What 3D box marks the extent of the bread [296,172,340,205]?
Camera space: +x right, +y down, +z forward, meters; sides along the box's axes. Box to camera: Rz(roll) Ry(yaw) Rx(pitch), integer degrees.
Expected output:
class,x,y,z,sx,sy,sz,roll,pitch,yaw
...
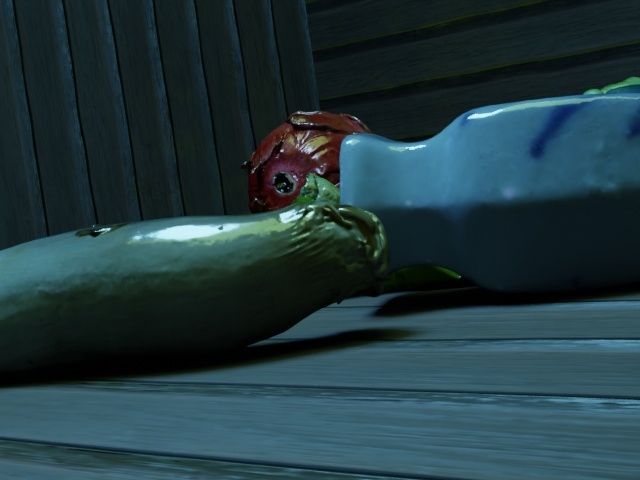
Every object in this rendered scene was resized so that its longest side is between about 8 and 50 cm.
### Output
class,x,y,z,sx,sy,sz,roll,pitch,yaw
bread,-0.001,0.006,1.674,0.110,0.156,0.103,24,8,-7

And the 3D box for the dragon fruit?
class,x,y,z,sx,sy,sz,roll,pitch,yaw
dragon fruit,0.008,-0.082,1.983,0.241,0.241,0.252,-6,20,24

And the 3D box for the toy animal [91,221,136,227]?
class,x,y,z,sx,sy,sz,roll,pitch,yaw
toy animal,-0.316,0.041,1.721,0.137,0.082,0.269,-29,-5,28

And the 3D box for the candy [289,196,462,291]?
class,x,y,z,sx,sy,sz,roll,pitch,yaw
candy,0.075,0.011,1.448,0.246,0.069,0.149,3,26,11

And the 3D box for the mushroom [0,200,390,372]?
class,x,y,z,sx,sy,sz,roll,pitch,yaw
mushroom,-0.136,0.043,1.148,0.397,0.126,0.177,-10,-6,23

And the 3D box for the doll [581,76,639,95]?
class,x,y,z,sx,sy,sz,roll,pitch,yaw
doll,0.437,-0.110,1.775,0.321,0.186,0.198,3,-46,-39

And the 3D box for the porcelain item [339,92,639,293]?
class,x,y,z,sx,sy,sz,roll,pitch,yaw
porcelain item,0.232,-0.045,1.268,0.405,0.179,0.242,-4,3,12
